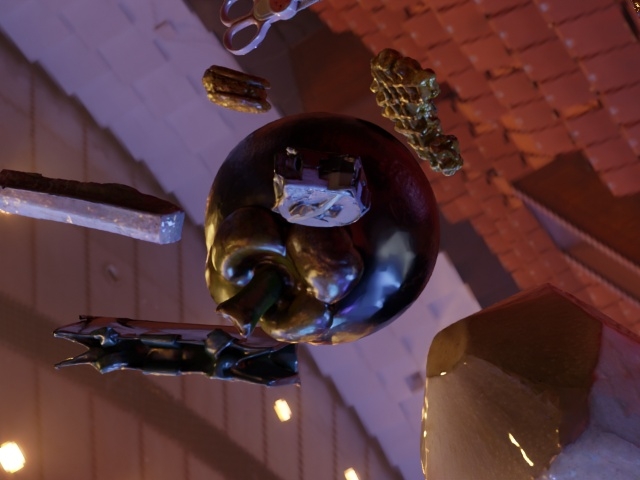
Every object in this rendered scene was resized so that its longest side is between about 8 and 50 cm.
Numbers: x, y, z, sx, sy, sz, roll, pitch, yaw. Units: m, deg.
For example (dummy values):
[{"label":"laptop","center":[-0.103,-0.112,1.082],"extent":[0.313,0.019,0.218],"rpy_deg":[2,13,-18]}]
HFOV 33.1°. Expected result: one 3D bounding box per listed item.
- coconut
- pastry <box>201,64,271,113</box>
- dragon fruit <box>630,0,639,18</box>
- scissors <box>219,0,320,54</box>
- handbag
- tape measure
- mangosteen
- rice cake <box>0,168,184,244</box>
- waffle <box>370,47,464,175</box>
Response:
[{"label":"coconut","center":[0.275,0.222,1.334],"extent":[0.352,0.353,0.352],"rpy_deg":[49,-158,-28]},{"label":"pastry","center":[-0.122,-0.225,1.600],"extent":[0.097,0.109,0.057],"rpy_deg":[-175,98,-86]},{"label":"dragon fruit","center":[0.319,-0.377,1.003],"extent":[0.286,0.228,0.329],"rpy_deg":[43,167,26]},{"label":"scissors","center":[-0.066,-0.408,1.854],"extent":[0.030,0.242,0.118],"rpy_deg":[30,-136,-56]},{"label":"handbag","center":[-0.199,0.161,1.582],"extent":[0.238,0.327,0.089],"rpy_deg":[15,-100,-79]},{"label":"tape measure","center":[0.001,-0.047,0.967],"extent":[0.094,0.091,0.054],"rpy_deg":[95,178,-68]},{"label":"mangosteen","center":[0.003,-0.014,1.299],"extent":[0.297,0.297,0.313],"rpy_deg":[59,178,-2]},{"label":"rice cake","center":[-0.235,-0.033,1.084],"extent":[0.047,0.207,0.036],"rpy_deg":[87,-162,-45]},{"label":"waffle","center":[0.132,-0.177,1.441],"extent":[0.149,0.051,0.194],"rpy_deg":[41,164,30]}]
